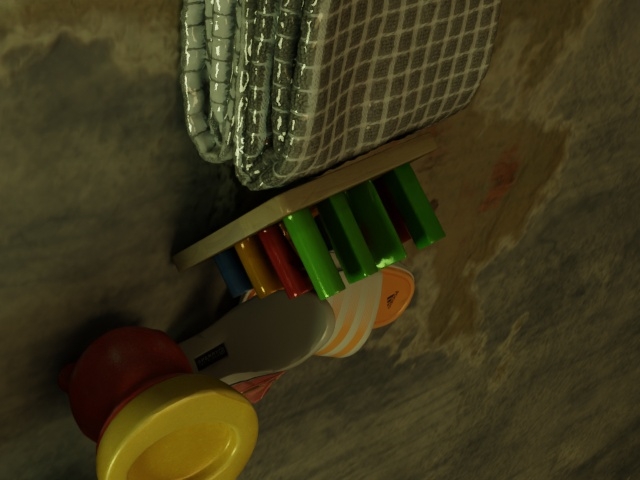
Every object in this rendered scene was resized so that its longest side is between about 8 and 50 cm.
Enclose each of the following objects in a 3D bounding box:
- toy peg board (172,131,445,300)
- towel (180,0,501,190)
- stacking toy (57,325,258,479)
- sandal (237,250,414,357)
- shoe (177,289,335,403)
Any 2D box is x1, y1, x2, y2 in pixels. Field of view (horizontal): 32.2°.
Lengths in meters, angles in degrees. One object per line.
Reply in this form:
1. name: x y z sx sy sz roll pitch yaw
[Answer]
1. toy peg board: 0.000 0.000 0.847 0.161 0.079 0.160 -25 179 -38
2. towel: 0.031 -0.191 0.763 0.235 0.121 0.284 -25 136 -40
3. stacking toy: -0.218 0.203 0.802 0.308 0.130 0.280 -13 129 -33
4. sandal: 0.029 0.058 1.018 0.265 0.076 0.102 2 116 -52
5. shoe: -0.052 0.091 0.903 0.178 0.064 0.081 -27 161 24
